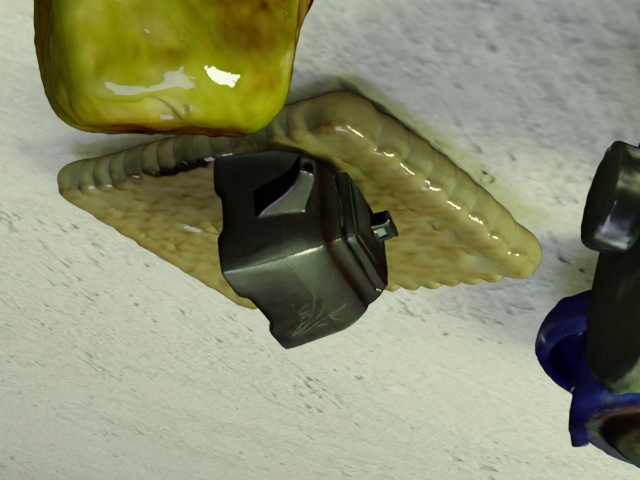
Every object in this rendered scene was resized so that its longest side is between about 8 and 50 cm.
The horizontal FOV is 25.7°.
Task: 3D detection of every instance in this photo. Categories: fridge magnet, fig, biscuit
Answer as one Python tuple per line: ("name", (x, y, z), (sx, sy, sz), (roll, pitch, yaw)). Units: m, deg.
("fridge magnet", (0.282, 0.103, 0.988), (0.265, 0.112, 0.265), (12, 159, 5))
("fig", (-0.076, -0.125, 0.653), (0.154, 0.144, 0.165), (-25, 122, 11))
("biscuit", (-0.023, -0.021, 0.994), (0.217, 0.044, 0.325), (33, 153, -34))

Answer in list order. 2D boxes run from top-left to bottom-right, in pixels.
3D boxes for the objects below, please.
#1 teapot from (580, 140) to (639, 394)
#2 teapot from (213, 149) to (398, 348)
("teapot", (0.287, 0.051, 0.710), (0.337, 0.200, 0.270), (19, 128, -2))
("teapot", (0.000, 0.000, 0.880), (0.096, 0.087, 0.177), (-14, 148, 12))
